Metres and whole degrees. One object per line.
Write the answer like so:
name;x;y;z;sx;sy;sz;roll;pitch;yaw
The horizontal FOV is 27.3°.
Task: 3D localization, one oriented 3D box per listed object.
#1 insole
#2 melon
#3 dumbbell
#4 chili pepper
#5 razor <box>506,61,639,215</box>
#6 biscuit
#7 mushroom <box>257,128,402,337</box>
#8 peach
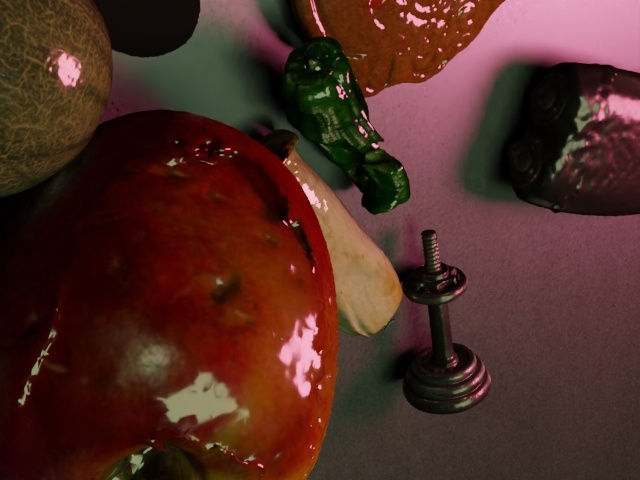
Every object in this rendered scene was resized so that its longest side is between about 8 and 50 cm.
insole;-0.177;-0.233;1.115;0.109;0.007;0.322;-26;157;6
melon;-0.303;-0.148;0.997;0.301;0.237;0.237;18;103;-31
dumbbell;0.144;0.102;1.588;0.110;0.110;0.254;-24;121;-26
chili pepper;0.023;-0.114;1.364;0.083;0.099;0.253;-40;143;-3
razor;0.383;-0.121;1.638;0.327;0.107;0.189;1;115;-38
biscuit;0.093;-0.282;1.366;0.273;0.049;0.257;-40;133;-10
mushroom;0.000;0.000;1.430;0.100;0.081;0.312;-45;134;-8
peach;-0.141;0.073;1.157;0.339;0.416;0.353;35;115;-28
